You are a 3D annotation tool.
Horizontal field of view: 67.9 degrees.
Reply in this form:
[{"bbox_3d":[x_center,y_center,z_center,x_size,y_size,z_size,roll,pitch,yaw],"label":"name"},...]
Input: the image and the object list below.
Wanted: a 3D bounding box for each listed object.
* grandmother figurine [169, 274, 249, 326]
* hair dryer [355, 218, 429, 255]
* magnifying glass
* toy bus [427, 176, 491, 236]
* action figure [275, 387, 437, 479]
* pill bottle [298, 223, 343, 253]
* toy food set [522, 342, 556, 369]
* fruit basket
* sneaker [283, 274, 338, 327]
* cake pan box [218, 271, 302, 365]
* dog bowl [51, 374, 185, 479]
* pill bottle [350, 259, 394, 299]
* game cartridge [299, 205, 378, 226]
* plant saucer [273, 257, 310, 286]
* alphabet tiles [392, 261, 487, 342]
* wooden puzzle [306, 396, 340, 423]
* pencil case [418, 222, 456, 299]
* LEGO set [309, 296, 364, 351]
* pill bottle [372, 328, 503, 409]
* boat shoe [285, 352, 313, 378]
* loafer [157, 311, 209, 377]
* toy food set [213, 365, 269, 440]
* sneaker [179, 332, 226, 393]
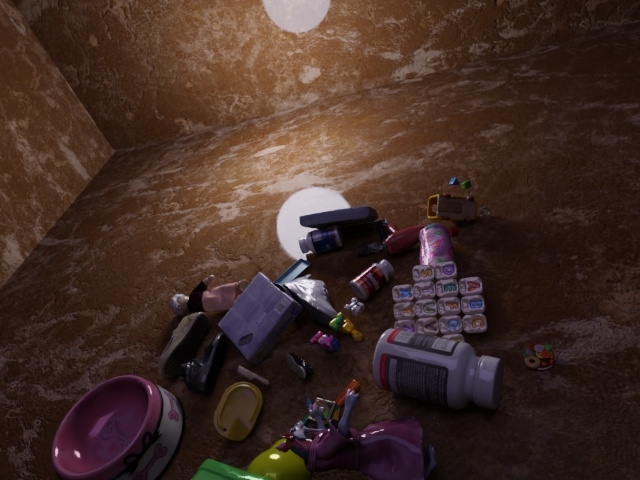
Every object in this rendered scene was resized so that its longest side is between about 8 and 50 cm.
[{"bbox_3d":[-0.450,0.244,1.881,0.342,0.104,0.208,-9,54,21],"label":"grandmother figurine"},{"bbox_3d":[0.285,-0.033,1.839,0.293,0.080,0.224,1,43,32],"label":"hair dryer"},{"bbox_3d":[0.031,0.500,1.390,0.231,0.026,0.092,-43,41,-21],"label":"magnifying glass"},{"bbox_3d":[0.508,-0.120,1.812,0.191,0.202,0.104,-41,10,-11],"label":"toy bus"},{"bbox_3d":[0.074,0.521,1.170,0.370,0.248,0.276,1,64,-8],"label":"action figure"},{"bbox_3d":[0.000,0.000,1.941,0.169,0.094,0.094,-16,38,10],"label":"pill bottle"},{"bbox_3d":[0.604,0.319,1.312,0.083,0.020,0.083,-8,40,20],"label":"toy food set"},{"bbox_3d":[-0.140,0.664,1.151,0.392,0.283,0.392,2,1,0],"label":"fruit basket"},{"bbox_3d":[-0.018,0.201,1.705,0.129,0.111,0.297,-32,39,-19],"label":"sneaker"},{"bbox_3d":[-0.217,0.267,1.695,0.245,0.070,0.267,31,81,45],"label":"cake pan box"},{"bbox_3d":[-0.648,0.610,1.500,0.408,0.150,0.408,-14,38,11],"label":"dog bowl"},{"bbox_3d":[0.186,0.136,1.690,0.152,0.086,0.086,-37,40,-17],"label":"pill bottle"},{"bbox_3d":[0.073,-0.092,1.952,0.294,0.196,0.060,-8,81,20],"label":"game cartridge"},{"bbox_3d":[-0.122,0.145,1.894,0.192,0.018,0.067,-41,41,-23],"label":"plant saucer"},{"bbox_3d":[0.360,0.207,1.463,0.278,0.021,0.284,-7,68,19],"label":"alphabet tiles"},{"bbox_3d":[0.005,0.492,1.380,0.116,0.014,0.078,-3,43,26],"label":"wooden puzzle"},{"bbox_3d":[0.397,0.067,1.636,0.124,0.124,0.284,-8,39,18],"label":"pencil case"},{"bbox_3d":[0.082,0.300,1.555,0.093,0.087,0.227,21,49,38],"label":"LEGO set"},{"bbox_3d":[0.318,0.352,1.291,0.318,0.176,0.176,6,46,32],"label":"pill bottle"},{"bbox_3d":[-0.071,0.402,1.542,0.042,0.049,0.133,-11,21,-33],"label":"boat shoe"},{"bbox_3d":[-0.510,0.381,1.747,0.092,0.102,0.268,-3,42,36],"label":"loafer"},{"bbox_3d":[-0.245,0.519,1.479,0.128,0.071,0.218,17,51,9],"label":"toy food set"},{"bbox_3d":[-0.412,0.419,1.657,0.130,0.087,0.227,0,48,18],"label":"sneaker"}]
